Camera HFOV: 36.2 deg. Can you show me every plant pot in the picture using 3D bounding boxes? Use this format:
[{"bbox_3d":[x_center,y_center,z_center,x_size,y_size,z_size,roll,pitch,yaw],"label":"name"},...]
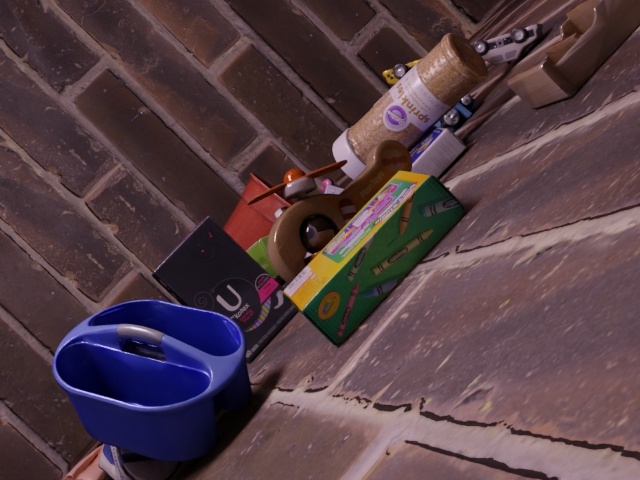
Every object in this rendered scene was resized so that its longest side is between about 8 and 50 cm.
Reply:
[{"bbox_3d":[-0.153,0.004,2.632,0.265,0.272,0.272,-54,5,4],"label":"plant pot"}]

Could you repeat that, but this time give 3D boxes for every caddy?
[{"bbox_3d":[-0.275,0.211,1.619,0.341,0.179,0.241,9,40,27],"label":"caddy"}]

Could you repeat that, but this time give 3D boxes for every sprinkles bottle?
[{"bbox_3d":[0.179,-0.265,2.007,0.355,0.121,0.121,-42,7,32],"label":"sprinkles bottle"}]

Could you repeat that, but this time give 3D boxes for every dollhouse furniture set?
[{"bbox_3d":[0.309,-0.439,1.530,0.256,0.394,0.362,-47,5,-4],"label":"dollhouse furniture set"}]

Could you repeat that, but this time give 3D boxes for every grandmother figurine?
[{"bbox_3d":[-0.510,0.511,2.333,0.207,0.104,0.342,-34,12,21],"label":"grandmother figurine"}]

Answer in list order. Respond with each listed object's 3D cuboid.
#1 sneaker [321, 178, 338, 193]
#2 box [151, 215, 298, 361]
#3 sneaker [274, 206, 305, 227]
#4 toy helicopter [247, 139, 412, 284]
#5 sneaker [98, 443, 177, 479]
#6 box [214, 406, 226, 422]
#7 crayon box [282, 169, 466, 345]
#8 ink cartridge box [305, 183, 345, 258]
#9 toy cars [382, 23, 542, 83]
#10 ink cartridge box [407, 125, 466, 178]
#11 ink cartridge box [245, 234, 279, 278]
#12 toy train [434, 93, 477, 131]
[{"bbox_3d":[0.060,-0.086,2.199,0.074,0.170,0.063,-34,40,-2],"label":"sneaker"},{"bbox_3d":[-0.199,0.103,2.037,0.165,0.270,0.143,-47,5,-12],"label":"box"},{"bbox_3d":[0.022,-0.036,1.784,0.121,0.217,0.079,-47,43,10],"label":"sneaker"},{"bbox_3d":[0.034,-0.063,1.698,0.355,0.235,0.140,-49,6,-31],"label":"toy helicopter"},{"bbox_3d":[-0.356,0.337,1.810,0.182,0.127,0.316,-55,37,43],"label":"sneaker"},{"bbox_3d":[-0.236,0.331,1.796,0.059,0.054,0.169,-50,6,-31],"label":"box"},{"bbox_3d":[0.076,0.019,1.485,0.278,0.081,0.165,-46,13,-3],"label":"crayon box"},{"bbox_3d":[0.000,0.000,1.972,0.097,0.046,0.207,118,168,-69],"label":"ink cartridge box"},{"bbox_3d":[0.340,-0.411,2.268,0.393,0.087,0.176,-19,7,-15],"label":"toy cars"},{"bbox_3d":[0.156,-0.107,2.011,0.307,0.072,0.303,-48,6,7],"label":"ink cartridge box"},{"bbox_3d":[-0.100,0.048,2.332,0.188,0.097,0.255,-24,-8,-33],"label":"ink cartridge box"},{"bbox_3d":[0.294,-0.293,2.276,0.105,0.080,0.184,-56,10,-11],"label":"toy train"}]
